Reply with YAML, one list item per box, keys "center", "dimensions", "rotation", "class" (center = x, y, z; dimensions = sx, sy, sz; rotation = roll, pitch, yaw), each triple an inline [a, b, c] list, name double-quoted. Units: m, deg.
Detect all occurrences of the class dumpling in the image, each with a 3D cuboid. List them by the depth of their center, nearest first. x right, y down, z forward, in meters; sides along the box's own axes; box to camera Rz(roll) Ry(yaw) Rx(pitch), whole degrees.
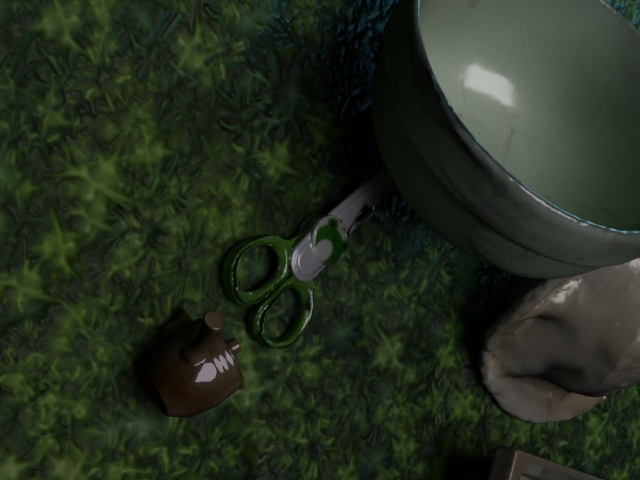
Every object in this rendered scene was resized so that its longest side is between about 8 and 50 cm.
- center: [0.268, 0.095, 1.363]
  dimensions: [0.243, 0.175, 0.227]
  rotation: [37, 98, -20]
  class: "dumpling"

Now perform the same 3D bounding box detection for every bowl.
- center: [0.171, -0.094, 1.207]
  dimensions: [0.307, 0.163, 0.307]
  rotation: [17, 51, -22]
  class: "bowl"

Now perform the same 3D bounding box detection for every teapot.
- center: [-0.101, 0.084, 1.072]
  dimensions: [0.080, 0.110, 0.085]
  rotation: [-32, 69, -21]
  class: "teapot"

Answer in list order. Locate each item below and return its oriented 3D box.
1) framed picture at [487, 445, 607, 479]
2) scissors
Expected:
- center: [0.203, 0.441, 1.351]
  dimensions: [0.326, 0.028, 0.446]
  rotation: [26, 76, -51]
  class: "framed picture"
- center: [0.000, 0.000, 1.196]
  dimensions: [0.204, 0.027, 0.101]
  rotation: [-45, 122, -28]
  class: "scissors"
